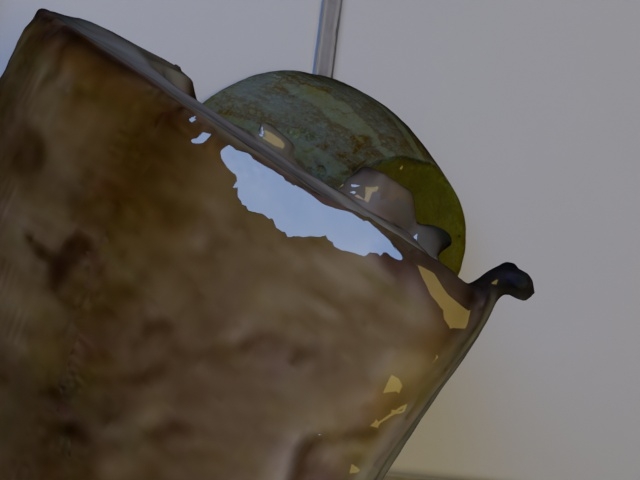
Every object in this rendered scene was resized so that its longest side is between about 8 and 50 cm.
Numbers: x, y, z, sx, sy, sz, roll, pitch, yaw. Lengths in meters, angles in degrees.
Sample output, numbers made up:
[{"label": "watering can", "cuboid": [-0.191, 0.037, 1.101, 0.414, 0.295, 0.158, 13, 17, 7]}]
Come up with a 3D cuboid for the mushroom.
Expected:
[{"label": "mushroom", "cuboid": [-0.117, 0.106, 0.956, 0.313, 0.224, 0.397, 31, 96, 1]}]

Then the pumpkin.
[{"label": "pumpkin", "cuboid": [0.008, -0.007, 1.111, 0.217, 0.110, 0.217, 0, 91, -34]}]
